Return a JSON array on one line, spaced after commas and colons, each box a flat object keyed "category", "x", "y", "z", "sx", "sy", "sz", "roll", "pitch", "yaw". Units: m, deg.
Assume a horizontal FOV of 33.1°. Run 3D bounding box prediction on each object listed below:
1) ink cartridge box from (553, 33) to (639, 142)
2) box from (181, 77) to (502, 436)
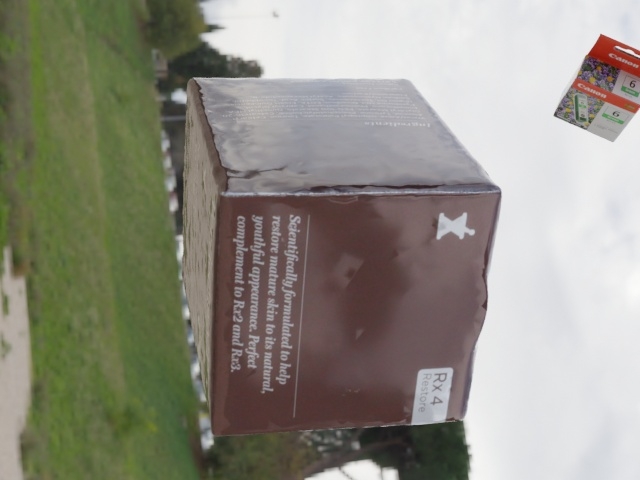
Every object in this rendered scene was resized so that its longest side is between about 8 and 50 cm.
[{"category": "ink cartridge box", "x": 0.251, "y": -0.132, "z": 0.944, "sx": 0.115, "sy": 0.063, "sz": 0.029, "roll": 101, "pitch": 15, "yaw": -71}, {"category": "box", "x": 0.000, "y": 0.000, "z": 0.715, "sx": 0.203, "sy": 0.167, "sz": 0.168, "roll": -113, "pitch": -155, "yaw": -61}]
